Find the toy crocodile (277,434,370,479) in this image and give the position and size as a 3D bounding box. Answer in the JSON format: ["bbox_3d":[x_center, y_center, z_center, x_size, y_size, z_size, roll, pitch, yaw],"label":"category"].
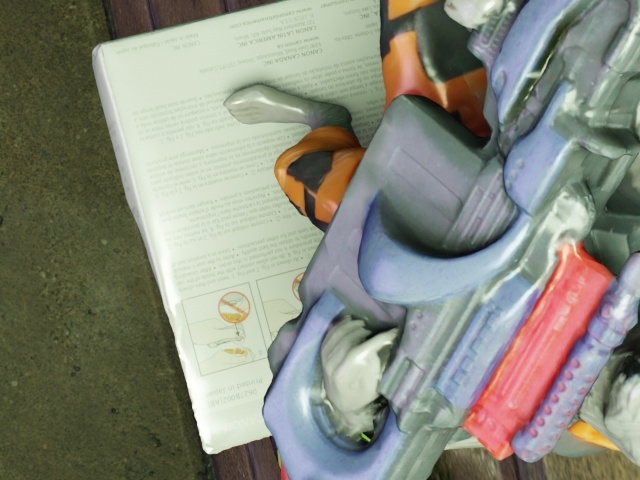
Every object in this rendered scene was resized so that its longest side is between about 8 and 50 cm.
[{"bbox_3d":[0.037,0.211,0.978,0.340,0.105,0.115,56,157,37],"label":"toy crocodile"}]

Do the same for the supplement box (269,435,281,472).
[{"bbox_3d":[-0.027,0.138,1.334,0.130,0.073,0.239,89,164,-53],"label":"supplement box"}]

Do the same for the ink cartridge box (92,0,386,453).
[{"bbox_3d":[-0.010,-0.018,0.736,0.056,0.181,0.225,-175,71,-78],"label":"ink cartridge box"}]

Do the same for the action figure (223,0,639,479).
[{"bbox_3d":[0.090,-0.055,0.521,0.341,0.178,0.330,-57,45,32],"label":"action figure"}]
